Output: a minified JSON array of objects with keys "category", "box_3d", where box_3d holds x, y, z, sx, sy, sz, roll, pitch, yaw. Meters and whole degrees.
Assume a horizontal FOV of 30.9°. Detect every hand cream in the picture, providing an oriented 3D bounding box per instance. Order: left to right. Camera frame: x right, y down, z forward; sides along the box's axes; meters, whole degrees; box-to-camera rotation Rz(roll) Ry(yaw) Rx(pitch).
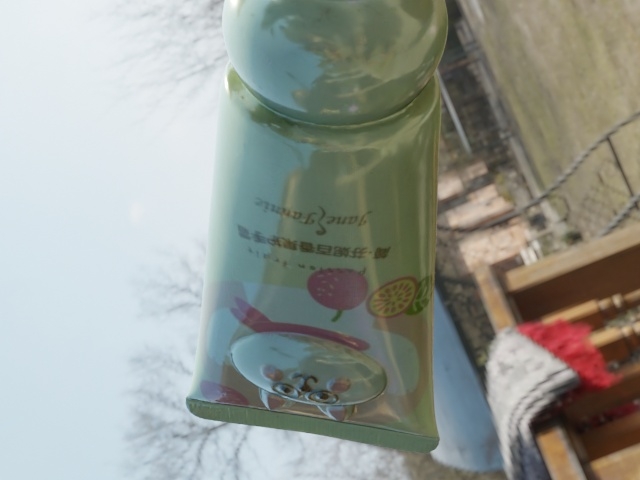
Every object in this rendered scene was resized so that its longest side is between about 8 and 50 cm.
[{"category":"hand cream","box_3d":[0.000,0.000,0.564,0.093,0.147,0.306,-78,-7,-45]}]
